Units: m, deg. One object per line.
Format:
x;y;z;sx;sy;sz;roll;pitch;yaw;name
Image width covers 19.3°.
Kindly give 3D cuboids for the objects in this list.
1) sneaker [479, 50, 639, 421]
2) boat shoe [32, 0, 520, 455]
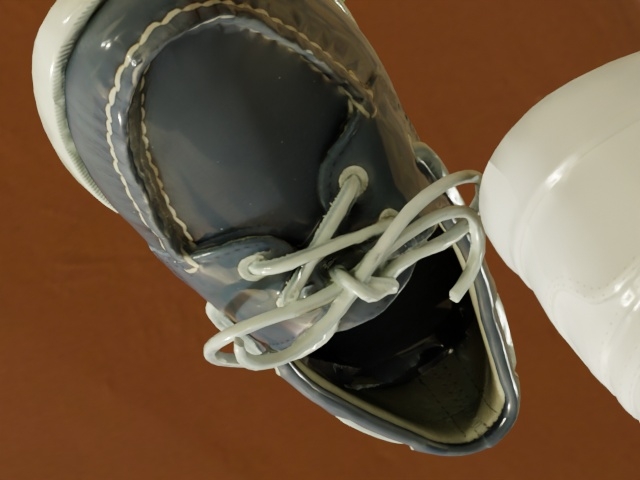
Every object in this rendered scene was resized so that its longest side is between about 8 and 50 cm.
0.209;-0.008;0.493;0.292;0.108;0.169;-24;-132;-5;sneaker
0.000;0.000;0.558;0.095;0.254;0.079;-37;-122;-3;boat shoe
